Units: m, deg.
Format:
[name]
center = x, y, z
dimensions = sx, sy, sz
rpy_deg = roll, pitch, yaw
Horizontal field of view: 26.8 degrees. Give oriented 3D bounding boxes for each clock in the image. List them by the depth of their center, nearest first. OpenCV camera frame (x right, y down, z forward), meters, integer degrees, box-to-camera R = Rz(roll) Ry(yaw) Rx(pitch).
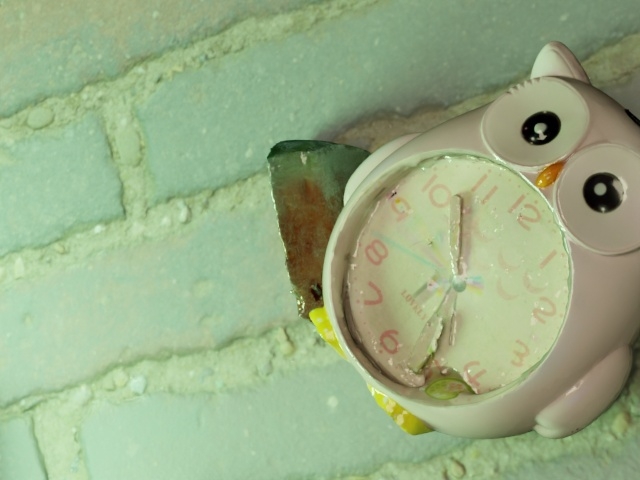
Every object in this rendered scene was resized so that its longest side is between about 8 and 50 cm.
[clock]
center = 0.207, 0.013, 1.414
dimensions = 0.376, 0.250, 0.368
rpy_deg = -47, 68, 17

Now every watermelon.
[watermelon]
center = 0.000, 0.000, 1.572
dimensions = 0.094, 0.154, 0.241
rpy_deg = -4, 94, 21
